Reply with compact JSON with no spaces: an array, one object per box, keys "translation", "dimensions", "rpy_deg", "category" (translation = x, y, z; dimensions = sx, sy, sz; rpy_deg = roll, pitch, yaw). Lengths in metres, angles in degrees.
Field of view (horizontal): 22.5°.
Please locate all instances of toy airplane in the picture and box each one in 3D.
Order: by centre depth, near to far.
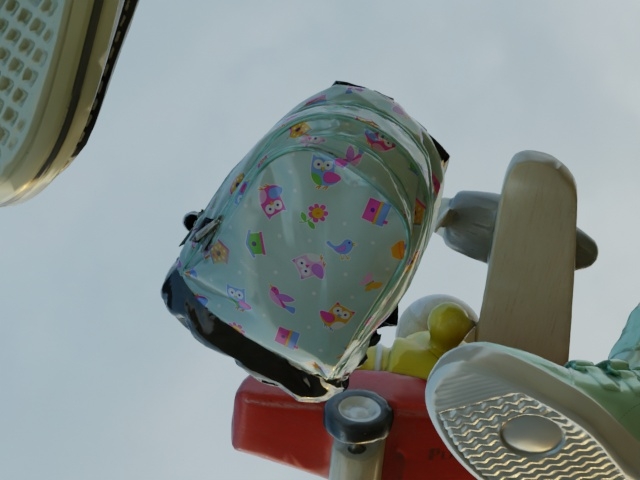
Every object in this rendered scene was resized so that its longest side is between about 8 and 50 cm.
[{"translation":[0.157,0.138,1.483],"dimensions":[0.386,0.272,0.384],"rpy_deg":[-41,-60,13],"category":"toy airplane"}]

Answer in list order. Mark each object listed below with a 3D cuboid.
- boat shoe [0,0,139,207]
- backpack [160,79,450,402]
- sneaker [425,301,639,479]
[{"translation":[-0.139,-0.242,1.016],"dimensions":[0.156,0.187,0.500],"rpy_deg":[32,-126,-44],"category":"boat shoe"},{"translation":[0.000,0.000,0.956],"dimensions":[0.152,0.115,0.182],"rpy_deg":[30,-60,-6],"category":"backpack"},{"translation":[0.170,0.092,1.014],"dimensions":[0.256,0.094,0.151],"rpy_deg":[28,-135,-26],"category":"sneaker"}]
